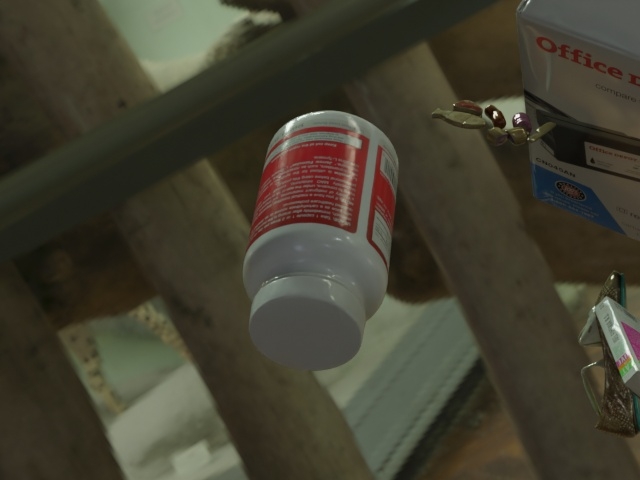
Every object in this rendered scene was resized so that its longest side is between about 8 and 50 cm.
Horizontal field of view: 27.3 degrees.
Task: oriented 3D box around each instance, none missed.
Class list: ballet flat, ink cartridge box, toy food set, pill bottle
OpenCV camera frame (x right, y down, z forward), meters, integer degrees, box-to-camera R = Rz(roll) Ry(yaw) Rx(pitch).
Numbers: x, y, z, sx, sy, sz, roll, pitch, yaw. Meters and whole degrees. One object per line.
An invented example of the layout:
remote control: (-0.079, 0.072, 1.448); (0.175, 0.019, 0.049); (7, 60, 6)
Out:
ballet flat: (0.352, 0.142, 1.622); (0.067, 0.206, 0.073); (-7, -7, 19)
ink cartridge box: (0.406, -0.164, 1.600); (0.285, 0.395, 0.166); (25, 67, 25)
toy food set: (0.191, -0.127, 1.446); (0.122, 0.019, 0.078); (22, 36, 30)
pill bottle: (0.000, 0.000, 2.111); (0.229, 0.229, 0.407); (-25, 36, 29)

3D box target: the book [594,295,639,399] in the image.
book: (0.308, 0.114, 1.219); (0.035, 0.096, 0.144); (-50, 14, 19)
